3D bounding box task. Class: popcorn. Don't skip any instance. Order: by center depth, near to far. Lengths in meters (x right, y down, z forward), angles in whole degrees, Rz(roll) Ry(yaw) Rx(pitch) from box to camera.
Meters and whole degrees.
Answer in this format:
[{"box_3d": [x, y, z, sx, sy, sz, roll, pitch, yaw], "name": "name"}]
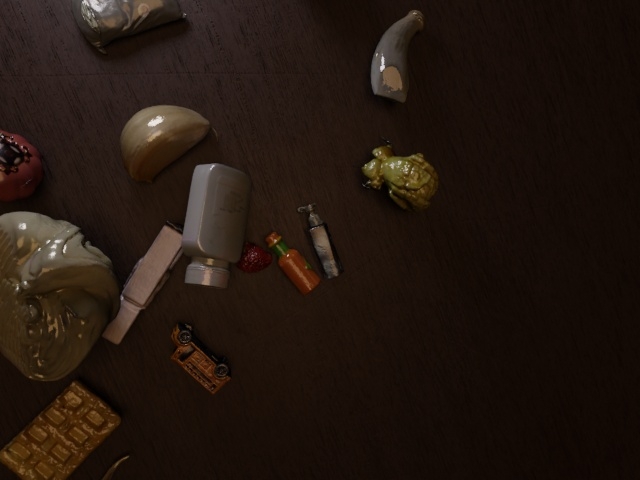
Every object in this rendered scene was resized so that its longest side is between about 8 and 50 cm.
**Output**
[{"box_3d": [0.221, -0.170, 1.365, 0.195, 0.168, 0.174, 24, 101, 26], "name": "popcorn"}]

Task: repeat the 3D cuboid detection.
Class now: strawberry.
[{"box_3d": [-0.175, 0.047, 1.334, 0.096, 0.083, 0.083, 0, 93, -17], "name": "strawberry"}]

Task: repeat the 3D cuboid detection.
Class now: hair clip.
[{"box_3d": [-0.442, 0.101, 1.277, 0.085, 0.101, 0.331, 36, 88, -14], "name": "hair clip"}]

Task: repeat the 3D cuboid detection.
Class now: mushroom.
[{"box_3d": [-0.624, 0.648, 1.297, 0.306, 0.043, 0.068, -23, 134, -9], "name": "mushroom"}, {"box_3d": [0.205, -0.504, 1.366, 0.118, 0.103, 0.270, 16, 84, -10], "name": "mushroom"}]

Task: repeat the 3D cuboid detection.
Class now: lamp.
[{"box_3d": [-0.748, -0.169, 1.179, 0.182, 0.140, 0.182, 24, 48, -30], "name": "lamp"}]

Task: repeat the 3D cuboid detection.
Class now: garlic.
[{"box_3d": [-0.390, -0.255, 1.264, 0.245, 0.145, 0.164, -33, 130, -9], "name": "garlic"}]

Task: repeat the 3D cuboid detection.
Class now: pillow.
[{"box_3d": [-0.483, -0.585, 1.254, 0.255, 0.059, 0.169, -26, 94, -8], "name": "pillow"}]

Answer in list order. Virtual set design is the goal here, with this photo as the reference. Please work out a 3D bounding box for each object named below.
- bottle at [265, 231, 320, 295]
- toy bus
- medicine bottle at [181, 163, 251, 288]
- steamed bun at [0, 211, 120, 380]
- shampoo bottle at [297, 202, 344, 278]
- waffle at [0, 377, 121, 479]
[{"box_3d": [-0.079, 0.058, 1.354, 0.069, 0.069, 0.187, -40, 100, -6], "name": "bottle"}, {"box_3d": [-0.321, 0.304, 1.312, 0.088, 0.083, 0.194, -45, 100, -5], "name": "toy bus"}, {"box_3d": [-0.260, -0.031, 1.256, 0.161, 0.111, 0.296, 17, 75, -55], "name": "medicine bottle"}, {"box_3d": [-0.602, 0.108, 1.161, 0.247, 0.352, 0.339, -8, 121, -49], "name": "steamed bun"}, {"box_3d": [0.001, 0.000, 1.372, 0.063, 0.057, 0.208, -21, 94, -1], "name": "shampoo bottle"}, {"box_3d": [-0.651, 0.493, 1.274, 0.168, 0.057, 0.274, 45, 85, -10], "name": "waffle"}]
